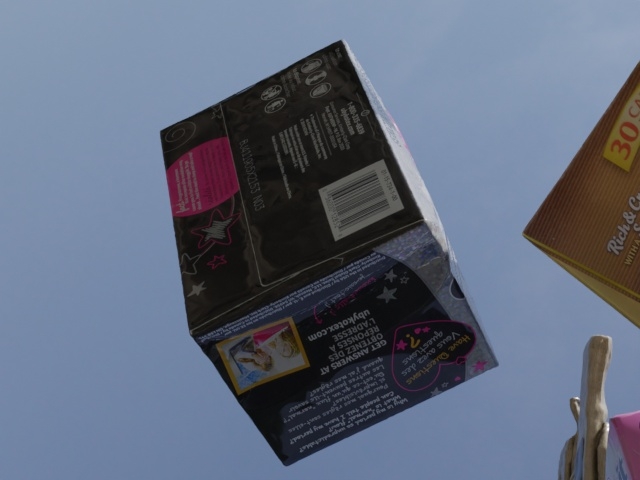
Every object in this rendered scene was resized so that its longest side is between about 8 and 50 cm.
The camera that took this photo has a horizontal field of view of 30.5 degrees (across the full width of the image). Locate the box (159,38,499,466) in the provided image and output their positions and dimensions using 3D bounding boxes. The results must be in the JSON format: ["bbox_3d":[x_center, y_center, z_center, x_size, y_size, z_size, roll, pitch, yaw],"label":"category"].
[{"bbox_3d":[0.000,0.000,0.809,0.163,0.142,0.247,-26,-143,6],"label":"box"}]

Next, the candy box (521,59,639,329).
[{"bbox_3d":[0.311,0.017,0.759,0.316,0.087,0.183,41,-69,25],"label":"candy box"}]

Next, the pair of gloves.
[{"bbox_3d":[0.245,0.218,1.069,0.042,0.240,0.204,6,-120,8],"label":"pair of gloves"}]

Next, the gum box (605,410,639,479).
[{"bbox_3d":[0.206,0.108,0.409,0.188,0.062,0.107,-8,-134,2],"label":"gum box"}]
